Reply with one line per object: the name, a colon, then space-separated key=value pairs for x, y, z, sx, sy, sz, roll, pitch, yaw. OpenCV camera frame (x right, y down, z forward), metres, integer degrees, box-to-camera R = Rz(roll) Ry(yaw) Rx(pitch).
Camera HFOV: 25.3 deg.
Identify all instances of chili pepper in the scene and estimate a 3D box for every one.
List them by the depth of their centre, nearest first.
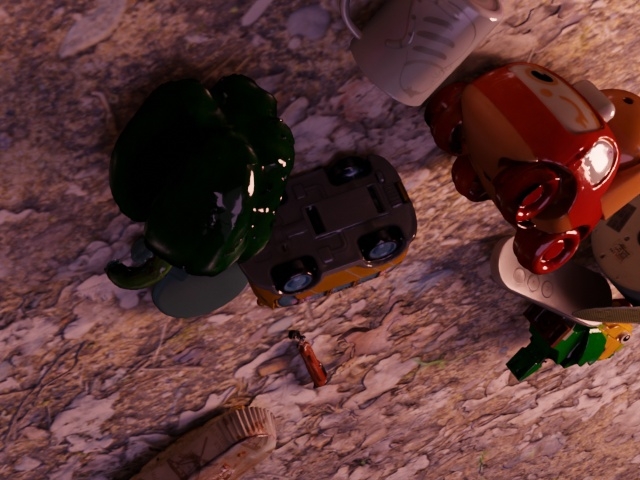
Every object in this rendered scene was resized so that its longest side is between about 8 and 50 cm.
chili pepper: x=-0.132 y=-0.045 z=1.458 sx=0.165 sy=0.174 sz=0.261 roll=-29 pitch=157 yaw=-45

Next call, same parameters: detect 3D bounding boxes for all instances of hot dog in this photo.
hot dog: x=-0.173 y=0.324 z=2.031 sx=0.268 sy=0.075 sz=0.144 roll=-36 pitch=151 yaw=11

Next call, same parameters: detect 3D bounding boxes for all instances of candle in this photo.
candle: x=-0.015 y=0.161 z=1.953 sx=0.026 sy=0.021 sz=0.167 roll=-7 pitch=150 yaw=9

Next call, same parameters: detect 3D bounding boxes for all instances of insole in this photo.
insole: x=0.481 y=0.110 z=2.004 sx=0.322 sy=0.007 sz=0.109 roll=8 pitch=163 yaw=-35

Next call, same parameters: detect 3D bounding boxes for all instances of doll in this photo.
doll: x=0.377 y=0.137 z=2.097 sx=0.186 sy=0.106 sz=0.134 roll=-4 pitch=127 yaw=-30

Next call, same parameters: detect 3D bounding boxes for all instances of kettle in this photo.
kettle: x=0.490 y=0.008 z=1.991 sx=0.210 sy=0.160 sz=0.243 roll=-55 pitch=154 yaw=-4

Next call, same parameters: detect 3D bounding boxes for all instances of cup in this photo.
cup: x=0.094 y=-0.215 z=1.419 sx=0.136 sy=0.099 sz=0.133 roll=12 pitch=133 yaw=-45

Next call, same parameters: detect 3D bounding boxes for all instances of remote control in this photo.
remote control: x=0.320 y=0.056 z=1.960 sx=0.245 sy=0.077 sz=0.022 roll=24 pitch=168 yaw=-37

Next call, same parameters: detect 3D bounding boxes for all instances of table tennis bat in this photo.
table tennis bat: x=-0.157 y=0.041 z=1.678 sx=0.124 sy=0.033 sz=0.201 roll=-36 pitch=149 yaw=13

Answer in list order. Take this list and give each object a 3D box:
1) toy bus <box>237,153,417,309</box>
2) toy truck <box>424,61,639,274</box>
toy bus: x=0.000 y=0.000 z=1.644 sx=0.209 sy=0.126 sz=0.136 roll=-19 pitch=156 yaw=-10
toy truck: x=0.273 y=-0.111 z=1.620 sx=0.239 sy=0.189 sz=0.265 roll=-37 pitch=147 yaw=-1
